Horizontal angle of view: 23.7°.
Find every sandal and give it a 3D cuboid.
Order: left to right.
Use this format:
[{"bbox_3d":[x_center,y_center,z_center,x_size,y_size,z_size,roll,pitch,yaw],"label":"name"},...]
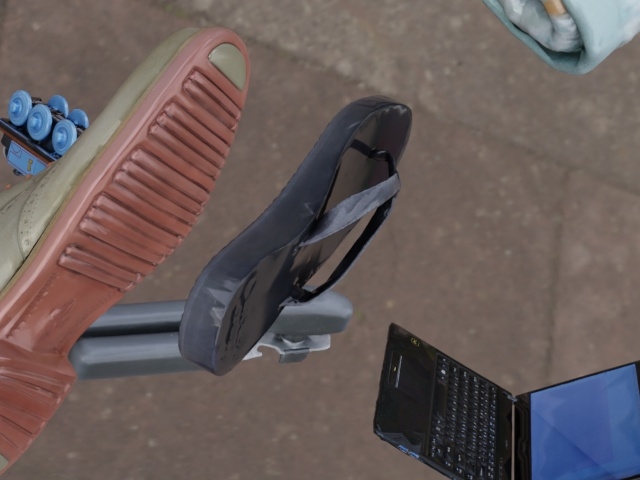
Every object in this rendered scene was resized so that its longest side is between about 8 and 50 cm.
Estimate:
[{"bbox_3d":[0.000,0.001,0.935,0.054,0.097,0.254,23,45,16],"label":"sandal"}]

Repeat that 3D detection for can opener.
[{"bbox_3d":[-0.109,0.077,1.440,0.280,0.093,0.074,-6,48,-27],"label":"can opener"}]

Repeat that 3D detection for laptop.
[{"bbox_3d":[0.208,0.165,1.623,0.264,0.136,0.234,31,24,-7],"label":"laptop"}]

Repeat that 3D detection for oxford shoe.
[{"bbox_3d":[-0.206,-0.012,1.123,0.397,0.146,0.140,-53,152,-5],"label":"oxford shoe"}]

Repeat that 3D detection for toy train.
[{"bbox_3d":[-0.313,-0.105,1.771,0.080,0.184,0.105,4,111,-46],"label":"toy train"}]

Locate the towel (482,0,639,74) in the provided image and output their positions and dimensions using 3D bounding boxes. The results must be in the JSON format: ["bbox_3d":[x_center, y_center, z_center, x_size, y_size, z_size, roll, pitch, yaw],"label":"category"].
[{"bbox_3d":[0.140,-0.327,0.869,0.320,0.090,0.374,-40,96,-18],"label":"towel"}]
